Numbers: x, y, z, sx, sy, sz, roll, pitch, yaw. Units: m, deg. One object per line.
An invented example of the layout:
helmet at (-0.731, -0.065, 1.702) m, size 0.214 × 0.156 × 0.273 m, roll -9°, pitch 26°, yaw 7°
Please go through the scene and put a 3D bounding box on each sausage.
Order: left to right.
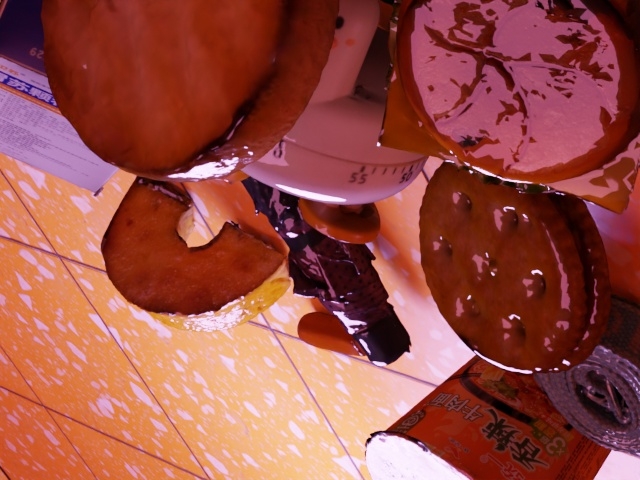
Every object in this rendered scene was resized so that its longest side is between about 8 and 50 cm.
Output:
sausage at (0.018, 0.110, 2.319) m, size 0.131 × 0.039 × 0.041 m, roll 8°, pitch 140°, yaw 53°

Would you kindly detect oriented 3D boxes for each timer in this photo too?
timer at (0.002, -0.145, 1.711) m, size 0.233 × 0.233 × 0.240 m, roll 34°, pitch 119°, yaw 22°

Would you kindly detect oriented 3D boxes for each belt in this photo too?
belt at (0.279, 0.124, 1.866) m, size 0.148 × 0.082 × 0.163 m, roll 22°, pitch 144°, yaw 21°

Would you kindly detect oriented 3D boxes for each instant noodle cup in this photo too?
instant noodle cup at (0.188, 0.222, 2.048) m, size 0.230 × 0.182 × 0.230 m, roll 36°, pitch 156°, yaw 19°

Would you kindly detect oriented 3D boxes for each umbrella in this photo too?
umbrella at (0.000, 0.000, 2.108) m, size 0.090 × 0.094 × 0.326 m, roll -26°, pitch 114°, yaw 18°

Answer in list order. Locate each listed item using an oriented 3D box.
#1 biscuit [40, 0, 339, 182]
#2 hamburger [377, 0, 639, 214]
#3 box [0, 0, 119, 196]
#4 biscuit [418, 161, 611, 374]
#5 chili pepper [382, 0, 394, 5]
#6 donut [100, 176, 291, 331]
biscuit at (-0.102, -0.190, 1.593) m, size 0.296 × 0.296 × 0.102 m, roll 25°, pitch -169°, yaw 38°
hamburger at (0.163, -0.153, 1.478) m, size 0.243 × 0.138 × 0.261 m, roll 19°, pitch 125°, yaw 12°
box at (-0.291, -0.169, 2.190) m, size 0.200 × 0.106 × 0.299 m, roll 23°, pitch 159°, yaw -13°
biscuit at (0.174, 0.020, 1.783) m, size 0.220 × 0.066 × 0.220 m, roll 31°, pitch 129°, yaw 47°
chili pepper at (0.097, -0.207, 1.649) m, size 0.227 × 0.059 × 0.088 m, roll 35°, pitch 151°, yaw 32°
donut at (-0.168, 0.035, 2.356) m, size 0.259 × 0.152 × 0.101 m, roll 32°, pitch 161°, yaw 31°
